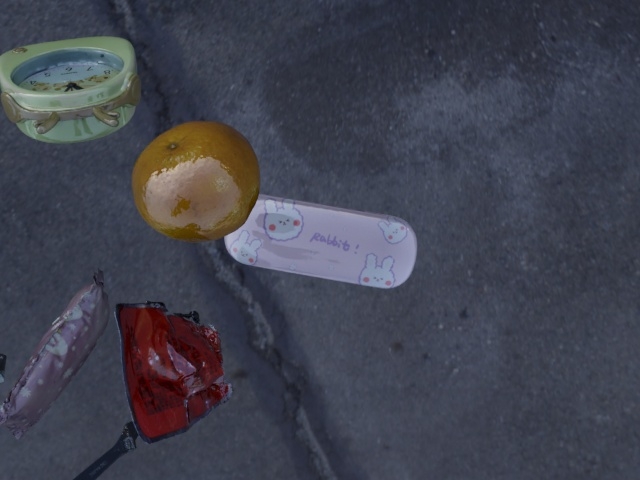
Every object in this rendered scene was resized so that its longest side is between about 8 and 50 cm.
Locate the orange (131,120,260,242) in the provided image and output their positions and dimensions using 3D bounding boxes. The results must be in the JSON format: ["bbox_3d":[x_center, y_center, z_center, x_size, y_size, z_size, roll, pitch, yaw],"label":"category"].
[{"bbox_3d":[-0.146,-0.067,1.071,0.159,0.159,0.136,-16,130,14],"label":"orange"}]

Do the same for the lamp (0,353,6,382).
[{"bbox_3d":[-0.699,0.168,1.539,0.314,0.182,0.181,1,120,-4],"label":"lamp"}]

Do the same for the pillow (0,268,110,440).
[{"bbox_3d":[-0.265,0.118,0.908,0.043,0.185,0.118,25,156,2],"label":"pillow"}]

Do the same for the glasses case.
[{"bbox_3d":[0.000,0.000,1.358,0.297,0.075,0.113,9,93,3],"label":"glasses case"}]

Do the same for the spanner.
[{"bbox_3d":[-0.355,0.361,1.455,0.012,0.208,0.046,-27,97,33],"label":"spanner"}]

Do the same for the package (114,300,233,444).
[{"bbox_3d":[-0.201,0.181,1.277,0.071,0.269,0.194,-27,76,12],"label":"package"}]

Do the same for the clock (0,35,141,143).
[{"bbox_3d":[-0.417,-0.244,1.483,0.235,0.308,0.096,-9,125,-14],"label":"clock"}]
